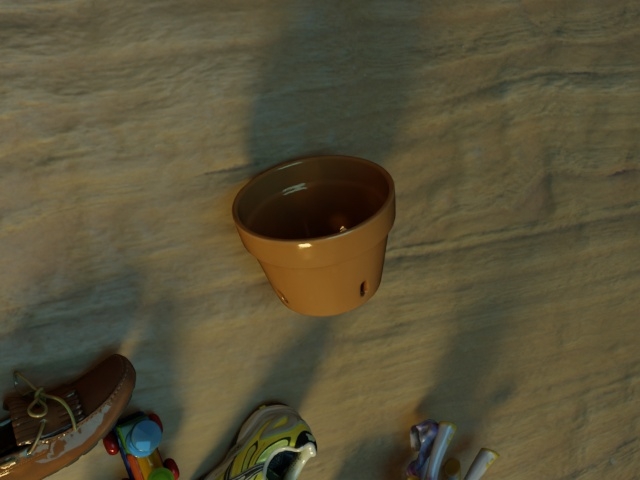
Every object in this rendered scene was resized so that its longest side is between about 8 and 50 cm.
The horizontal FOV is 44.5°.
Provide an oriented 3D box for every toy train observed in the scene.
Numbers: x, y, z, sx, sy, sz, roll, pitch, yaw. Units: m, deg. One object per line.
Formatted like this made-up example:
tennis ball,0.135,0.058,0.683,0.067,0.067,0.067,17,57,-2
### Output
toy train,-0.287,0.424,1.362,0.105,0.143,0.248,-19,87,-26

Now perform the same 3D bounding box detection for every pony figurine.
pony figurine,0.223,0.576,1.665,0.351,0.303,0.363,38,64,-37

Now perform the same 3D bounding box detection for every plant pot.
plant pot,0.000,0.000,1.432,0.291,0.291,0.203,-27,128,-23

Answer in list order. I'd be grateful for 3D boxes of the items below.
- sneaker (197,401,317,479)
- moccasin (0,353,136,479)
sneaker,-0.150,0.492,1.484,0.145,0.147,0.384,36,81,-31
moccasin,-0.479,0.307,1.283,0.380,0.139,0.147,-31,121,-12
